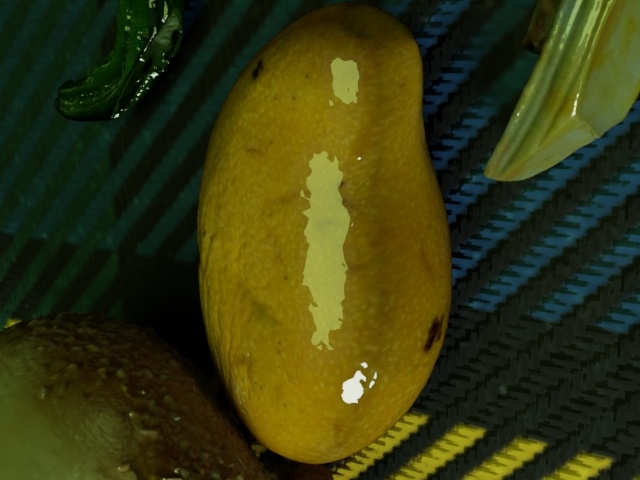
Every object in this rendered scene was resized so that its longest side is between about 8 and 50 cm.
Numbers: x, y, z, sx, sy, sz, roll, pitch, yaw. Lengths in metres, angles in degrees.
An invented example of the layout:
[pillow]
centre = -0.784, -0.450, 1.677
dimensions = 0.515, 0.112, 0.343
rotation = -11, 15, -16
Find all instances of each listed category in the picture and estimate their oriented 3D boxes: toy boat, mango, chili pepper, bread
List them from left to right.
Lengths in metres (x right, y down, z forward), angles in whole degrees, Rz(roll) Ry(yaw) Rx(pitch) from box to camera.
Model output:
[chili pepper]
centre = -0.145, -0.141, 0.670
dimensions = 0.073, 0.050, 0.182
rotation = 47, 126, 5
[bread]
centre = -0.121, 0.168, 0.618
dimensions = 0.158, 0.305, 0.305
rotation = -37, 78, -8
[mango]
centre = 0.004, 0.000, 0.569
dimensions = 0.177, 0.120, 0.295
rotation = 22, 112, 36
[toy boat]
centre = 0.137, -0.105, 0.487
dimensions = 0.066, 0.065, 0.172
rotation = 42, 124, 44

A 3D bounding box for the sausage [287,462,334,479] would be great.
[sausage]
centre = -0.017, 0.239, 0.694
dimensions = 0.042, 0.036, 0.158
rotation = -138, 51, -59
